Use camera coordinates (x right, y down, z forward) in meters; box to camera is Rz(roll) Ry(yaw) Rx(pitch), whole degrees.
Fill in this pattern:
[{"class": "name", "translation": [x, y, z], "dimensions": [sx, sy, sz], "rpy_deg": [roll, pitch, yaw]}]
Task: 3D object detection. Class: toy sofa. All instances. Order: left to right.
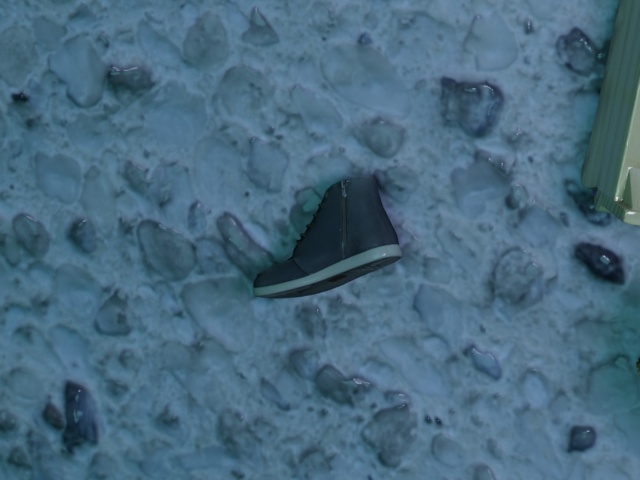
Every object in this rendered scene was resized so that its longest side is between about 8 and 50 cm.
[{"class": "toy sofa", "translation": [0.431, -0.196, 1.720], "dimensions": [0.150, 0.177, 0.362], "rpy_deg": [7, 103, -9]}]

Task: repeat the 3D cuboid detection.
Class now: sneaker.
[{"class": "sneaker", "translation": [0.000, 0.000, 1.923], "dimensions": [0.222, 0.083, 0.118], "rpy_deg": [-20, 75, 27]}]

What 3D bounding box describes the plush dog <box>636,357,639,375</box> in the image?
[{"class": "plush dog", "translation": [0.463, 0.140, 1.715], "dimensions": [0.211, 0.225, 0.262], "rpy_deg": [-18, 95, 19]}]
